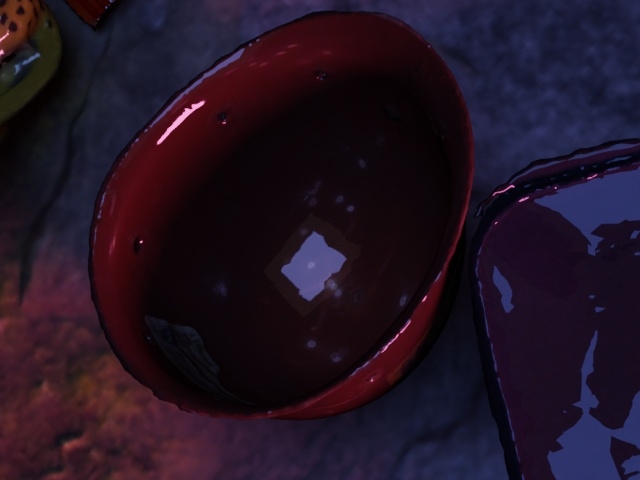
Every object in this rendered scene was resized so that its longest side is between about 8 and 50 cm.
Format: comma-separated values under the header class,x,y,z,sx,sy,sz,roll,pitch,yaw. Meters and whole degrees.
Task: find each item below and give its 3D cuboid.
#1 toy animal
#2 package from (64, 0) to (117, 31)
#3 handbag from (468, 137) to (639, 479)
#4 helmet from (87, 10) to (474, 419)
class,x,y,z,sx,sy,sz,roll,pitch,yaw
toy animal,-0.179,-0.108,0.775,0.181,0.073,0.136,34,80,21
package,-0.064,-0.196,0.791,0.200,0.022,0.083,-44,72,2
handbag,0.236,0.079,0.614,0.325,0.118,0.269,-14,68,11
helmet,0.000,0.000,0.688,0.155,0.106,0.175,18,80,27
